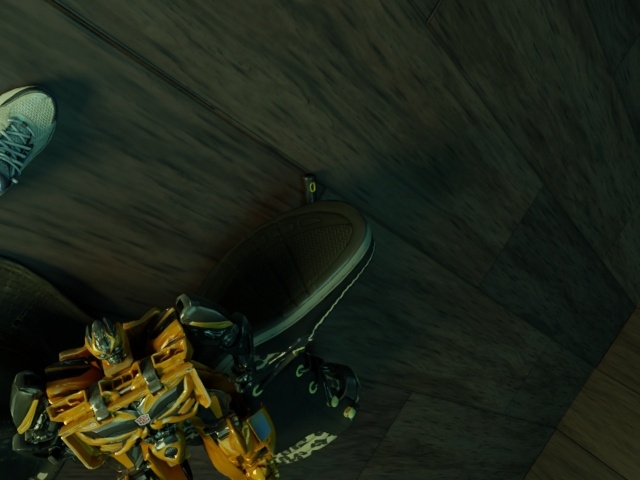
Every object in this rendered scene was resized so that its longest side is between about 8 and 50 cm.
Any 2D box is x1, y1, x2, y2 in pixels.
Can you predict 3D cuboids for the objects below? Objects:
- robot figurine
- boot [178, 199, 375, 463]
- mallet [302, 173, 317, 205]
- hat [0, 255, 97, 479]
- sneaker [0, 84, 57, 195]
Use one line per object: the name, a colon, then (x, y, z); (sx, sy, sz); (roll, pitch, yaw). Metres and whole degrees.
robot figurine: (-0.136, 0.178, 0.465); (0.211, 0.085, 0.291); (-27, 134, -14)
boot: (-0.037, 0.146, 0.643); (0.377, 0.138, 0.284); (-46, 135, 4)
mallet: (0.000, 0.000, 0.682); (0.062, 0.039, 0.190); (-13, 117, -32)
hat: (-0.332, 0.177, 0.441); (0.331, 0.134, 0.331); (-19, 125, -30)
sneaker: (-0.262, -0.067, 0.412); (0.135, 0.058, 0.052); (-53, 135, -3)
